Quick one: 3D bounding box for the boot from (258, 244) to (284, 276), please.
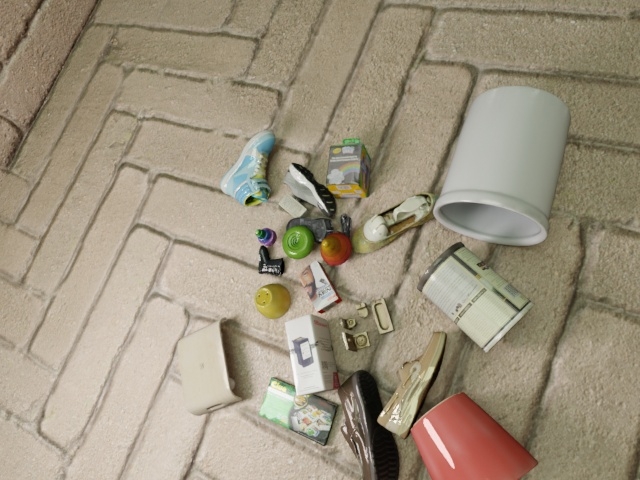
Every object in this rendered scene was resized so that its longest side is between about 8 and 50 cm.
[{"bbox_3d":[-0.187,0.078,1.636,0.099,0.045,0.121,-1,80,22],"label":"boot"}]

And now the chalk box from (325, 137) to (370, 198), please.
[{"bbox_3d":[0.109,-0.279,1.596,0.132,0.132,0.213,1,73,21],"label":"chalk box"}]

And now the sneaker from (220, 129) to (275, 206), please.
[{"bbox_3d":[-0.243,-0.274,1.725,0.208,0.127,0.319,42,100,27],"label":"sneaker"}]

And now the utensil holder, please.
[{"bbox_3d":[0.563,-0.220,1.316,0.327,0.327,0.386,15,76,23],"label":"utensil holder"}]

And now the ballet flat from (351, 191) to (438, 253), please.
[{"bbox_3d":[0.250,-0.069,1.488,0.348,0.123,0.123,-27,67,10],"label":"ballet flat"}]

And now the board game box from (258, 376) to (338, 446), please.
[{"bbox_3d":[-0.077,0.576,1.451,0.259,0.030,0.136,16,82,23],"label":"board game box"}]

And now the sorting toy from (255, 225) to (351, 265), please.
[{"bbox_3d":[-0.078,0.001,1.517,0.365,0.126,0.127,10,83,21],"label":"sorting toy"}]

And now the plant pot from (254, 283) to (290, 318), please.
[{"bbox_3d":[-0.189,0.215,1.566,0.134,0.095,0.134,-6,71,17],"label":"plant pot"}]

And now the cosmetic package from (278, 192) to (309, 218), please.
[{"bbox_3d":[-0.103,-0.126,1.672,0.060,0.041,0.115,-47,65,0],"label":"cosmetic package"}]

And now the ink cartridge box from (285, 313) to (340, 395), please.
[{"bbox_3d":[-0.025,0.379,1.413,0.100,0.172,0.237,-17,69,14],"label":"ink cartridge box"}]

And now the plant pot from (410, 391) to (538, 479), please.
[{"bbox_3d":[0.395,0.576,1.168,0.275,0.275,0.243,-40,56,4],"label":"plant pot"}]

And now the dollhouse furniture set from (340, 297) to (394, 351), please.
[{"bbox_3d":[0.152,0.272,1.411,0.151,0.123,0.144,-20,68,13],"label":"dollhouse furniture set"}]

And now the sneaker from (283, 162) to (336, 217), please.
[{"bbox_3d":[-0.041,-0.181,1.649,0.271,0.100,0.108,48,117,22],"label":"sneaker"}]

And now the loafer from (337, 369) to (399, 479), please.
[{"bbox_3d":[0.140,0.601,1.328,0.130,0.133,0.366,-33,53,34],"label":"loafer"}]

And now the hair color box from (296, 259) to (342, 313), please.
[{"bbox_3d":[-0.005,0.167,1.539,0.093,0.053,0.167,-34,64,7],"label":"hair color box"}]

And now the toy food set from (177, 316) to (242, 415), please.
[{"bbox_3d":[-0.407,0.465,1.582,0.219,0.092,0.306,-27,65,23],"label":"toy food set"}]

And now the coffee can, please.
[{"bbox_3d":[0.461,0.168,1.290,0.201,0.201,0.275,-45,65,2],"label":"coffee can"}]

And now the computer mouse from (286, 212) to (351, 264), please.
[{"bbox_3d":[0.000,0.000,1.594,0.261,0.060,0.184,-4,88,21],"label":"computer mouse"}]

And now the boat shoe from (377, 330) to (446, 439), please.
[{"bbox_3d":[0.285,0.419,1.304,0.110,0.122,0.341,22,71,27],"label":"boat shoe"}]
